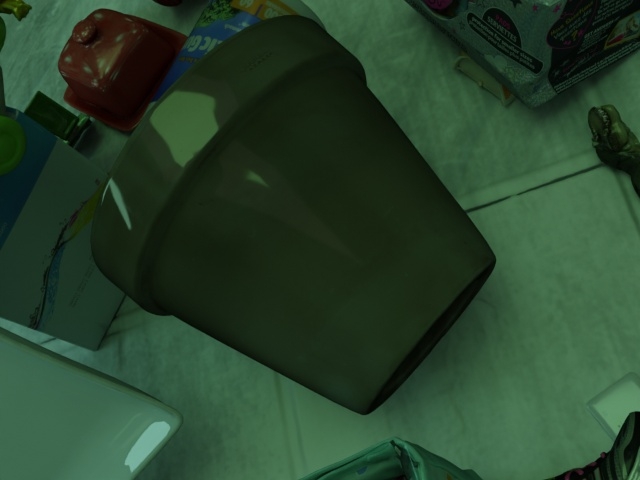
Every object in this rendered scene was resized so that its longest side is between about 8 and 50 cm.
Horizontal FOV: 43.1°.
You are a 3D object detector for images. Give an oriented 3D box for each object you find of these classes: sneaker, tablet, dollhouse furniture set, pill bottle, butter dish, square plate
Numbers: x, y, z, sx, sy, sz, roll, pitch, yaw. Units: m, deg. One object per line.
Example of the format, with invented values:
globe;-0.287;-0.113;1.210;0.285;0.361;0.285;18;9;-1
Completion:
sneaker;0.224;0.213;0.690;0.075;0.063;0.170;29;90;27
tablet;0.284;0.164;0.722;0.054;0.006;0.083;-37;59;5
dollhouse furniture set;-0.344;-0.147;1.048;0.058;0.151;0.076;32;84;-11
pill bottle;-0.113;-0.155;0.947;0.152;0.152;0.272;20;77;29
butter dish;-0.284;-0.249;1.081;0.160;0.118;0.160;27;82;30
square plate;-0.353;0.180;0.767;0.347;0.344;0.049;-50;19;30

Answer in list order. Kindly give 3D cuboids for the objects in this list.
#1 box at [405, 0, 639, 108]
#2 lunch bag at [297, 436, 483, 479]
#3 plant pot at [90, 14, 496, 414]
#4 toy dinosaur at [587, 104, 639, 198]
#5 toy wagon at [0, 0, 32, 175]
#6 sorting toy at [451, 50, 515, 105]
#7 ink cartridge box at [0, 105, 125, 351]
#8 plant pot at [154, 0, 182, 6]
box;0.204;-0.287;0.845;0.163;0.142;0.247;-30;57;-14
lunch bag;0.039;0.287;0.648;0.160;0.223;0.262;23;78;35
plant pot;0.000;0.000;0.767;0.280;0.323;0.323;39;87;15
toy dinosaur;0.363;-0.044;0.747;0.118;0.064;0.268;-41;58;20
toy wagon;-0.404;-0.111;0.784;0.267;0.068;0.344;21;80;29
sorting toy;0.202;-0.203;0.902;0.075;0.045;0.083;-35;57;-16
ink cartridge box;-0.360;-0.022;0.927;0.198;0.270;0.197;18;78;29
plant pot;-0.194;-0.425;1.077;0.174;0.191;0.191;-32;59;10
